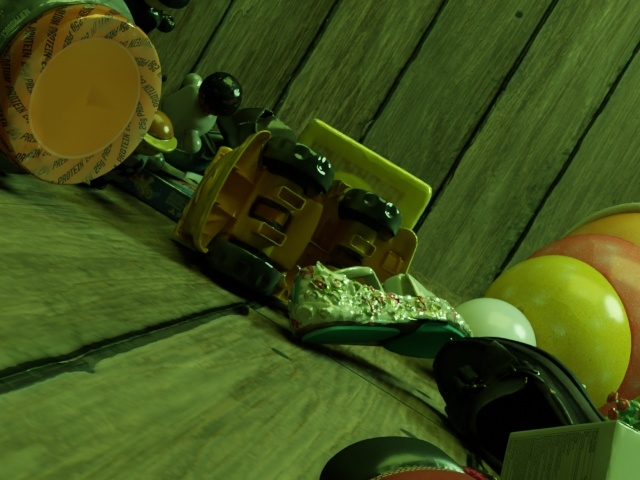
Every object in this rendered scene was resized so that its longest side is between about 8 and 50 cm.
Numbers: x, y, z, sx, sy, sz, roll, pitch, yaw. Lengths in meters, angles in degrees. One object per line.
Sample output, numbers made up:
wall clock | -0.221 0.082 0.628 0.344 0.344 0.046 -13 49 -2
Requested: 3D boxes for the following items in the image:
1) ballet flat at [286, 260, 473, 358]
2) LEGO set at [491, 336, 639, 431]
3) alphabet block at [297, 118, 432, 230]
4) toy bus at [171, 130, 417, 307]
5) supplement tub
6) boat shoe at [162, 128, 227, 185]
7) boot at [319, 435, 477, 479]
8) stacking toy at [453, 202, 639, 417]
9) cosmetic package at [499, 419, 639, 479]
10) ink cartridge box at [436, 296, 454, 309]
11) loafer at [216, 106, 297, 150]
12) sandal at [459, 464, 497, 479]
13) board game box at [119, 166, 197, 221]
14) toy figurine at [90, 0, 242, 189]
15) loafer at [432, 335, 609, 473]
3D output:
ballet flat | 0.063 0.065 1.161 0.241 0.091 0.077 14 59 -47
LEGO set | 0.250 0.169 1.213 0.107 0.132 0.287 21 -13 -37
alphabet block | 0.027 -0.036 1.633 0.192 0.193 0.197 30 4 2
toy bus | -0.043 -0.003 1.262 0.220 0.149 0.211 32 -12 -22
supplement tub | -0.294 -0.182 1.077 0.316 0.193 0.194 35 6 37
boat shoe | -0.169 -0.119 1.492 0.095 0.079 0.254 35 6 22
boot | 0.121 0.172 0.612 0.244 0.088 0.176 25 5 -25
stacking toy | 0.312 0.115 1.537 0.480 0.350 0.351 3 24 -48
cosmetic package | 0.188 0.172 0.893 0.041 0.060 0.115 29 -25 -25
ink cartridge box | 0.257 0.162 1.882 0.189 0.066 0.232 34 9 40
loafer | -0.066 -0.111 1.408 0.080 0.078 0.220 62 -1 -33
sandal | 0.106 0.169 0.805 0.067 0.040 0.179 31 4 -7
board game box | -0.202 -0.069 1.467 0.201 0.035 0.136 31 4 4
toy figurine | -0.198 -0.179 1.276 0.213 0.148 0.209 -33 95 -53
loafer | 0.183 0.160 1.062 0.095 0.109 0.302 23 11 -36
